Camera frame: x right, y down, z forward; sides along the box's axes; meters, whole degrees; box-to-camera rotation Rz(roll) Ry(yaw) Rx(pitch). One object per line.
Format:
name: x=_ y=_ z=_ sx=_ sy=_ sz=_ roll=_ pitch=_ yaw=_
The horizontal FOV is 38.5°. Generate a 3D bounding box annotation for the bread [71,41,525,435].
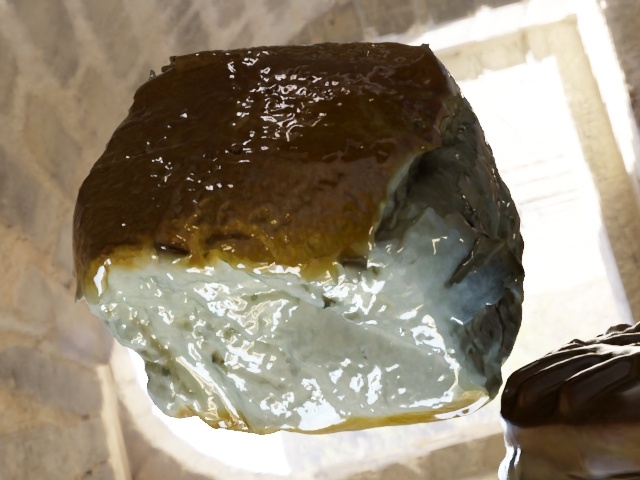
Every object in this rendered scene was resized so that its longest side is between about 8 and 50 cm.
bread: x=0.000 y=0.000 z=0.647 sx=0.250 sy=0.279 sz=0.225 roll=-82 pitch=-19 yaw=-45

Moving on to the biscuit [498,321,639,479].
biscuit: x=0.248 y=0.077 z=0.479 sx=0.332 sy=0.332 sz=0.103 roll=73 pitch=180 yaw=-86
